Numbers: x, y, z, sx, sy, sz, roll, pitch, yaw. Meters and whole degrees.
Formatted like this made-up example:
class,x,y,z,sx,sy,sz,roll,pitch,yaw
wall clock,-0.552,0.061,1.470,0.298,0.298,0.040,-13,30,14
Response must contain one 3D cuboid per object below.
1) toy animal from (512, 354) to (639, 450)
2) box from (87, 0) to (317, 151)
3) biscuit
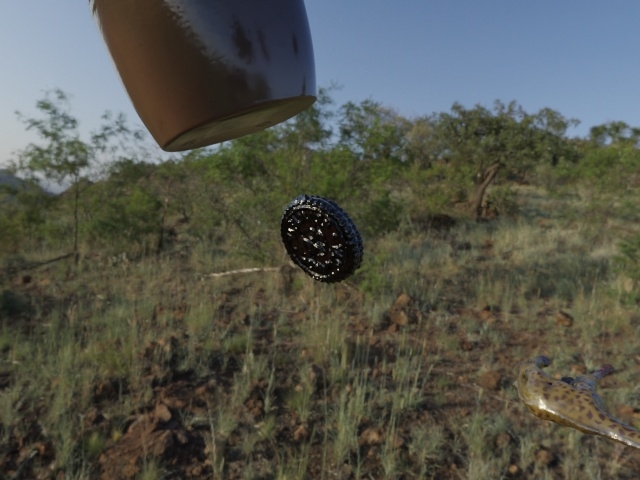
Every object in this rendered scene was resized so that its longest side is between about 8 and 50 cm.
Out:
class,x,y,z,sx,sy,sz,roll,pitch,yaw
toy animal,0.329,0.203,0.568,0.149,0.054,0.275,1,7,-1
box,-0.154,-0.266,0.694,0.301,0.216,0.301,-17,6,2
biscuit,0.000,0.000,0.932,0.194,0.194,0.053,11,33,37
